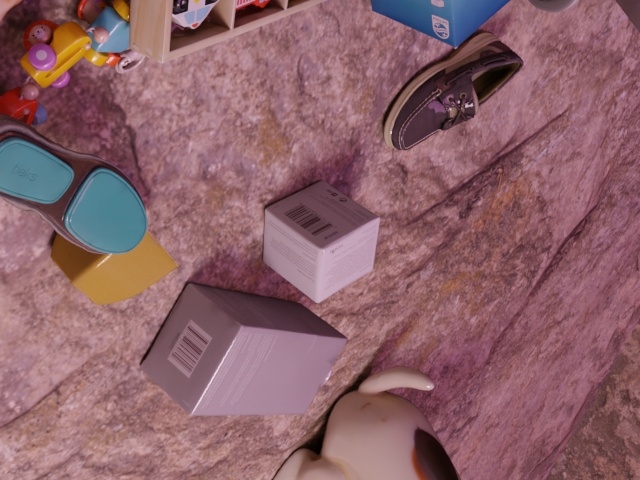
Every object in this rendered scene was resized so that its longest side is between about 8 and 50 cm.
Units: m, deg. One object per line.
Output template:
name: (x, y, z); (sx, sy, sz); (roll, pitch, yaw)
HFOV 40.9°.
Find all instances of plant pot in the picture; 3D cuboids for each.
plant pot: (-0.200, 0.011, 0.803); (0.083, 0.081, 0.081); (-43, 146, -10)

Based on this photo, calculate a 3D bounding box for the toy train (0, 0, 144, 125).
toy train: (-0.208, -0.142, 0.684); (0.166, 0.046, 0.125); (-43, 180, -34)

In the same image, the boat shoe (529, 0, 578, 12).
boat shoe: (0.354, -0.443, 1.078); (0.103, 0.118, 0.320); (-3, 114, -46)

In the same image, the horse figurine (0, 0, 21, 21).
horse figurine: (-0.270, -0.145, 0.581); (0.175, 0.066, 0.263); (4, 116, -53)

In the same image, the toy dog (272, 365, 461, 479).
toy dog: (0.171, 0.440, 1.359); (0.285, 0.408, 0.395); (17, 105, -57)

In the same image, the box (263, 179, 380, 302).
box: (0.000, 0.000, 1.027); (0.102, 0.101, 0.087); (-28, 139, -36)

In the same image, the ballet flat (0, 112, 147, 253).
ballet flat: (-0.209, -0.048, 0.668); (0.072, 0.068, 0.213); (-56, 155, -4)

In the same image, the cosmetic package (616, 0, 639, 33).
cosmetic package: (0.515, -0.377, 1.115); (0.453, 0.162, 0.230); (-60, 168, -65)

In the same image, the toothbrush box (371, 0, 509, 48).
toothbrush box: (0.148, -0.382, 0.850); (0.216, 0.126, 0.295); (-43, 147, -21)

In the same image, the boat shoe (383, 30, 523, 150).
boat shoe: (0.176, -0.189, 1.109); (0.223, 0.073, 0.080); (-41, 145, -21)

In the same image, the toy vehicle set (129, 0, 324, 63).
toy vehicle set: (-0.055, -0.264, 0.719); (0.267, 0.035, 0.165); (-39, 147, -49)

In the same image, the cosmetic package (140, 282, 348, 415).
cosmetic package: (-0.084, 0.138, 1.047); (0.127, 0.107, 0.238); (-60, 150, 7)
